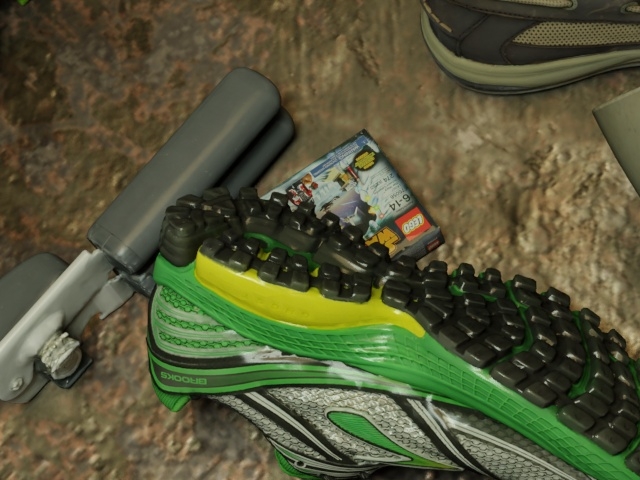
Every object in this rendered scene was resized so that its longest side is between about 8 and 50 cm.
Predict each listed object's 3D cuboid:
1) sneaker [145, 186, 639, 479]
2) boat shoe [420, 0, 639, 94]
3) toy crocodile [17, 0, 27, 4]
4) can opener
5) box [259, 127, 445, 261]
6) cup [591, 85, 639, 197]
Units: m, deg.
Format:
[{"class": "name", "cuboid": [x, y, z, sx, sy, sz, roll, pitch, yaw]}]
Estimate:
[{"class": "sneaker", "cuboid": [0.055, 0.088, 1.113, 0.343, 0.146, 0.134, 21, 28, 11]}, {"class": "boat shoe", "cuboid": [0.234, -0.187, 1.176, 0.355, 0.130, 0.132, -15, 64, 6]}, {"class": "toy crocodile", "cuboid": [-0.335, -0.096, 1.297, 0.115, 0.105, 0.340, 32, 81, 24]}, {"class": "can opener", "cuboid": [-0.133, -0.006, 1.213, 0.093, 0.074, 0.280, 39, 80, 26]}, {"class": "box", "cuboid": [0.000, 0.000, 1.204, 0.137, 0.027, 0.094, -34, 64, -3]}, {"class": "cup", "cuboid": [0.345, -0.023, 1.002, 0.331, 0.331, 0.237, -20, 89, 4]}]
